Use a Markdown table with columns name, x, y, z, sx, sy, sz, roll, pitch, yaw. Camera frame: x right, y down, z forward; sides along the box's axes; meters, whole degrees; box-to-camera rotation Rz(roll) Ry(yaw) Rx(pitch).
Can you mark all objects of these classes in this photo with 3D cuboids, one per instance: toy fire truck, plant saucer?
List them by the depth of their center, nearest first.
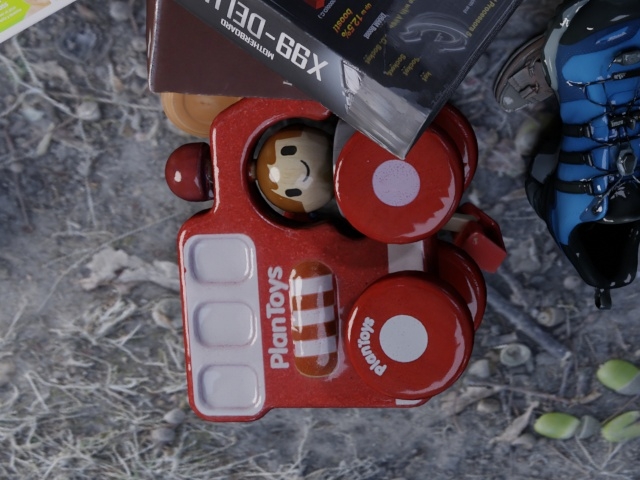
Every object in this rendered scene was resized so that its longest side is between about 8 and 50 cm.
| name | x | y | z | sx | sy | sz | roll | pitch | yaw |
| --- | --- | --- | --- | --- | --- | --- | --- | --- | --- |
| toy fire truck | 0.000 | 0.000 | 1.406 | 0.254 | 0.169 | 0.302 | -3 | 101 | 10 |
| plant saucer | -0.090 | -0.119 | 1.424 | 0.083 | 0.013 | 0.083 | -4 | 128 | -5 |
| toy fire truck | 0.051 | 0.007 | 1.520 | 0.192 | 0.047 | 0.135 | 23 | 122 | -22 |

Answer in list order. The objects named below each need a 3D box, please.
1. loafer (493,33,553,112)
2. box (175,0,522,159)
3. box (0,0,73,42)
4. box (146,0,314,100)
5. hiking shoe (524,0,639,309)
| name | x | y | z | sx | sy | sz | roll | pitch | yaw |
| --- | --- | --- | --- | --- | --- | --- | --- | --- | --- |
| loafer | 0.192 | -0.147 | 1.418 | 0.045 | 0.039 | 0.125 | 33 | 118 | -29 |
| box | 0.046 | -0.243 | 1.118 | 0.242 | 0.307 | 0.076 | 35 | 159 | 4 |
| box | -0.262 | -0.213 | 1.270 | 0.203 | 0.103 | 0.114 | -28 | 127 | 15 |
| box | -0.021 | -0.214 | 1.257 | 0.203 | 0.168 | 0.167 | 2 | 129 | -9 |
| hiking shoe | 0.243 | -0.083 | 1.380 | 0.113 | 0.132 | 0.304 | -15 | 144 | -8 |
